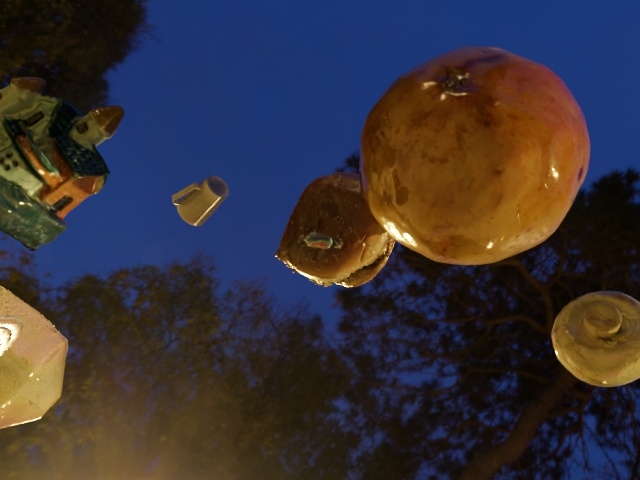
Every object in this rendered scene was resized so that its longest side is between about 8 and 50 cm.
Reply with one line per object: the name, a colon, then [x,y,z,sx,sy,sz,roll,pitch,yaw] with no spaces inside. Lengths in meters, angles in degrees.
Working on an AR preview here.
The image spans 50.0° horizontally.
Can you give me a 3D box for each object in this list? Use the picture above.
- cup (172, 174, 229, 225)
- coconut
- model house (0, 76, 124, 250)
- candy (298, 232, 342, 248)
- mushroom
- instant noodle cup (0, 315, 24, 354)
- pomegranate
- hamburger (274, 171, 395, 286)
cup: [-0.276,-0.094,1.543,0.116,0.104,0.074,-38,-132,34]
coconut: [-0.532,0.195,1.118,0.233,0.233,0.245,-33,-68,34]
model house: [-0.484,-0.171,1.210,0.291,0.184,0.253,-35,-110,-6]
candy: [0.000,-0.001,1.313,0.083,0.030,0.020,10,-41,7]
mushroom: [0.234,0.078,0.562,0.083,0.083,0.067,10,-36,29]
instant noodle cup: [-0.321,-0.001,0.337,0.244,0.244,0.255,-35,-94,34]
pomegranate: [0.251,-0.117,1.163,0.410,0.410,0.410,9,-71,29]
hamburger: [0.035,-0.024,1.449,0.286,0.146,0.243,-27,-119,32]
